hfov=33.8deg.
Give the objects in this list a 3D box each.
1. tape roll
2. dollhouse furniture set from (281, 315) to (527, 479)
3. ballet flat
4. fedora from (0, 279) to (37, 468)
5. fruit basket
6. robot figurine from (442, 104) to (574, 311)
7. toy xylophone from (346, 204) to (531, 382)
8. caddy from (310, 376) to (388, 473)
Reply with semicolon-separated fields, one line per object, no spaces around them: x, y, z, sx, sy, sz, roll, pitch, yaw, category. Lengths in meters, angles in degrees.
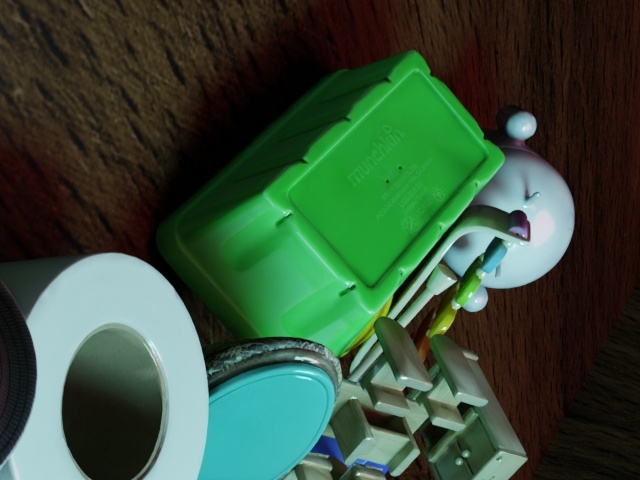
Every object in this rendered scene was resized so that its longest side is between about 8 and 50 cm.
-0.226;0.136;0.848;0.246;0.169;0.246;19;69;-61;tape roll
0.082;0.186;1.153;0.242;0.161;0.212;21;119;-33;dollhouse furniture set
-0.123;0.224;1.094;0.182;0.164;0.482;-101;-150;-50;ballet flat
-0.290;0.031;0.630;0.244;0.275;0.124;4;122;-21;fedora
0.000;0.000;1.231;0.392;0.283;0.392;-41;-173;6;fruit basket
0.249;-0.049;1.533;0.353;0.200;0.300;-98;-162;-75;robot figurine
0.133;0.090;1.309;0.322;0.081;0.236;-54;179;27;toy xylophone
-0.041;0.286;1.358;0.241;0.179;0.341;-47;163;2;caddy
